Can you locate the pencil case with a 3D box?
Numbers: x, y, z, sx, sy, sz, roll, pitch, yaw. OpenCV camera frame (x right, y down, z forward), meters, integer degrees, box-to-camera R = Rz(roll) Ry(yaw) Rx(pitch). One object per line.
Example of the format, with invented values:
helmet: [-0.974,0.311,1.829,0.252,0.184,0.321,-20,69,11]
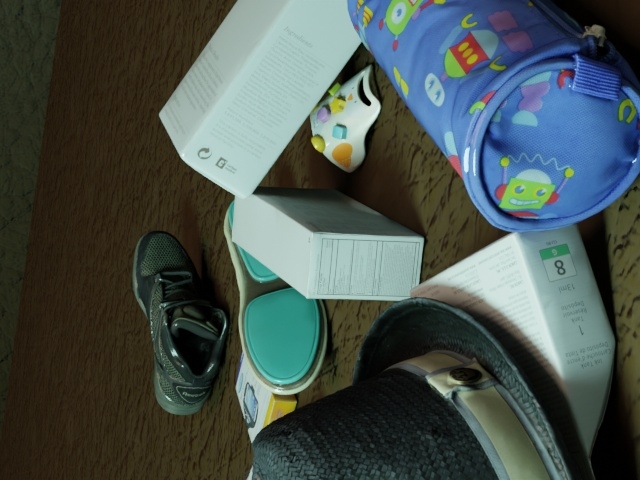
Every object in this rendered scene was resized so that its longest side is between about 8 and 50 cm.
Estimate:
pencil case: [0.111,-0.123,1.097,0.133,0.119,0.306,-59,27,18]

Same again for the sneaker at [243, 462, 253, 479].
sneaker: [-0.034,0.217,1.570,0.178,0.072,0.077,-45,33,52]

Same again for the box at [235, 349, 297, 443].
box: [-0.058,0.153,1.690,0.136,0.028,0.081,-109,29,-54]

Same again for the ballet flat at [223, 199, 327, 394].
ballet flat: [-0.040,0.061,1.599,0.086,0.086,0.248,114,154,-45]

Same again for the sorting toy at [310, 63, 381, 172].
sorting toy: [0.027,-0.118,1.484,0.075,0.045,0.083,-42,44,38]

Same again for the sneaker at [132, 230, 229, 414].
sneaker: [-0.159,0.074,1.917,0.130,0.087,0.228,125,141,-54]

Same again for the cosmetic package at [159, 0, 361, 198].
cosmetic package: [-0.041,-0.165,1.481,0.231,0.085,0.117,-52,27,11]

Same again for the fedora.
fedora: [0.047,0.201,1.090,0.334,0.152,0.334,170,90,-69]

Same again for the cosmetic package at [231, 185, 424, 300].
cosmetic package: [0.000,0.000,1.436,0.239,0.098,0.060,-147,62,-69]

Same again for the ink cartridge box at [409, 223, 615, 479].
ink cartridge box: [0.143,0.113,1.101,0.181,0.056,0.225,-35,72,66]
